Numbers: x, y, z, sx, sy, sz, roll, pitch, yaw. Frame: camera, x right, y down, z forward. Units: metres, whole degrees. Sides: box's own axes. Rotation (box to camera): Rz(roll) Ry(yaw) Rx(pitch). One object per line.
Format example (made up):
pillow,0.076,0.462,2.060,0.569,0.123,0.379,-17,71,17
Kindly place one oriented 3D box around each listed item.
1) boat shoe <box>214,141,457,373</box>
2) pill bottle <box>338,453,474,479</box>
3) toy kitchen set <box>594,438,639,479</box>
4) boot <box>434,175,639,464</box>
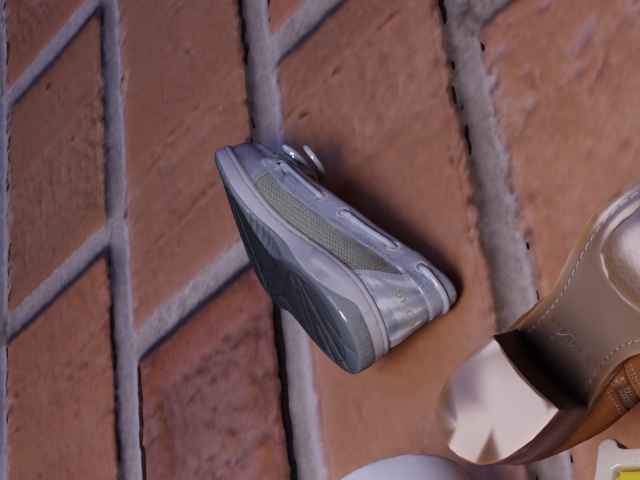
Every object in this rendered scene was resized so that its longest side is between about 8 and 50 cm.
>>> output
boat shoe,0.000,-0.002,1.393,0.320,0.103,0.118,45,156,57
pill bottle,0.088,0.284,1.061,0.160,0.160,0.283,-54,37,24
toy kitchen set,0.198,0.150,0.907,0.166,0.207,0.122,-7,67,32
boot,0.211,0.040,0.995,0.283,0.220,0.109,-45,73,18
